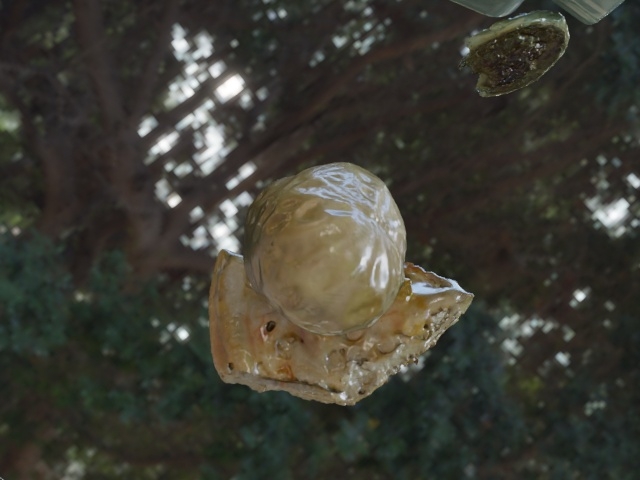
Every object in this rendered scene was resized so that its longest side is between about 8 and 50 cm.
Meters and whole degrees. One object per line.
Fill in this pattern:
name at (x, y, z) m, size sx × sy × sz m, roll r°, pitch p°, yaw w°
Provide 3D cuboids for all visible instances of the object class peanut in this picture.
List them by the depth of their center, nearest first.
peanut at (0.000, 0.000, 1.088) m, size 0.236 × 0.110 × 0.120 m, roll -123°, pitch -149°, yaw -79°

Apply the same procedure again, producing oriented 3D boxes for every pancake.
pancake at (0.198, -0.192, 1.533) m, size 0.129 × 0.116 × 0.022 m, roll 37°, pitch 30°, yaw -60°

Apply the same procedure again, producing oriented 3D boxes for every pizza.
pizza at (0.018, 0.087, 1.667) m, size 0.297 × 0.189 × 0.071 m, roll 5°, pitch -29°, yaw 7°

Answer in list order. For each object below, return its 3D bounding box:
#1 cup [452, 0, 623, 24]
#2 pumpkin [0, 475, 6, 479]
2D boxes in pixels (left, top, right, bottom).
cup at (0.166, -0.395, 1.446) m, size 0.392 × 0.401 × 0.310 m, roll 40°, pitch 3°, yaw -4°
pumpkin at (-0.146, 0.118, 0.304) m, size 0.220 × 0.221 × 0.161 m, roll 101°, pitch -23°, yaw -60°
